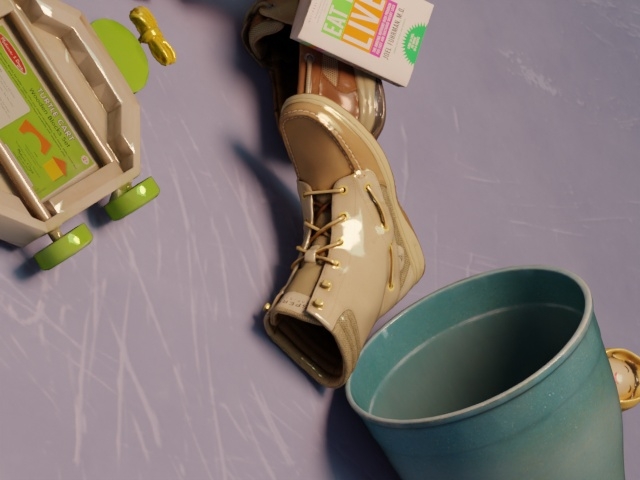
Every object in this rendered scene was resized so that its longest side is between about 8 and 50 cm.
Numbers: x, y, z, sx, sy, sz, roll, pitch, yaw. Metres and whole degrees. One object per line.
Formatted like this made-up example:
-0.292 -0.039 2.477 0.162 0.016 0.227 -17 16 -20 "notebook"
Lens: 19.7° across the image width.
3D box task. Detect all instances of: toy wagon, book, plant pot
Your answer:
-0.258 -0.133 1.747 0.267 0.068 0.344 58 36 -6 "toy wagon"
0.044 -0.233 1.969 0.144 0.035 0.096 20 84 -29 "book"
0.201 0.205 1.936 0.255 0.271 0.272 63 34 -23 "plant pot"

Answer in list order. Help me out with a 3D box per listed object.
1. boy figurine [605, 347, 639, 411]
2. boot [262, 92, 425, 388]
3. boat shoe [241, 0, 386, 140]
0.287 0.166 2.190 0.285 0.092 0.177 16 53 -40 "boy figurine"
0.000 0.000 1.912 0.203 0.095 0.262 -53 128 -41 "boot"
-0.022 -0.238 2.050 0.120 0.122 0.324 0 56 -26 "boat shoe"
